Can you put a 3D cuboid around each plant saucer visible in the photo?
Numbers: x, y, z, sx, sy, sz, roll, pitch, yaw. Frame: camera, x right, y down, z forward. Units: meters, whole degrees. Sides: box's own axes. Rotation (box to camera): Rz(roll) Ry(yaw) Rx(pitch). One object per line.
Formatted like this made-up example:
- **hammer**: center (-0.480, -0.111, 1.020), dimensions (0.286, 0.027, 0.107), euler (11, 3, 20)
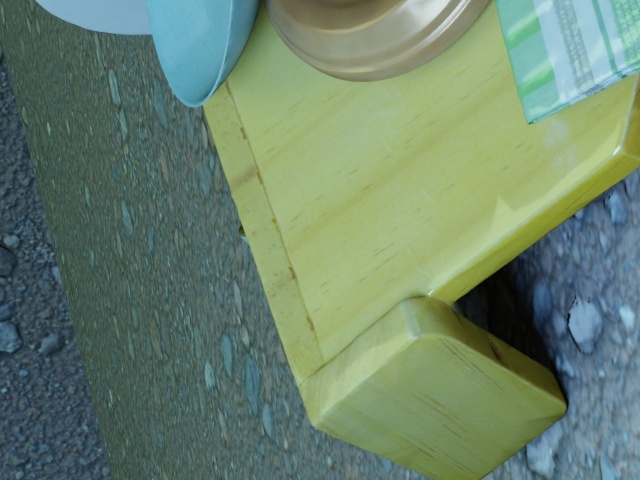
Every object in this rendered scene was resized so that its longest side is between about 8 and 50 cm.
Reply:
- **plant saucer**: center (-0.072, -0.184, 1.225), dimensions (0.195, 0.037, 0.195), euler (175, 90, -70)
- **plant saucer**: center (0.033, -0.197, 1.163), dimensions (0.200, 0.037, 0.200), euler (-11, 73, 39)

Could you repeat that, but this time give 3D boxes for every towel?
- **towel**: center (0.156, -0.140, 1.033), dimensions (0.152, 0.023, 0.113), euler (-28, 68, 46)

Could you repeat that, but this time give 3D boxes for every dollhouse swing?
- **dollhouse swing**: center (0.105, -0.076, 1.267), dimensions (0.315, 0.305, 0.347), euler (30, -146, -55)

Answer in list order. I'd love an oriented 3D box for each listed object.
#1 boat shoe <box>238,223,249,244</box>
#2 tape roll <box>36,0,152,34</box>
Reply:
- **boat shoe**: center (0.000, 0.000, 1.588), dimensions (0.096, 0.098, 0.277), euler (48, -179, -9)
- **tape roll**: center (-0.102, -0.274, 1.440), dimensions (0.286, 0.286, 0.100), euler (112, 144, -60)
